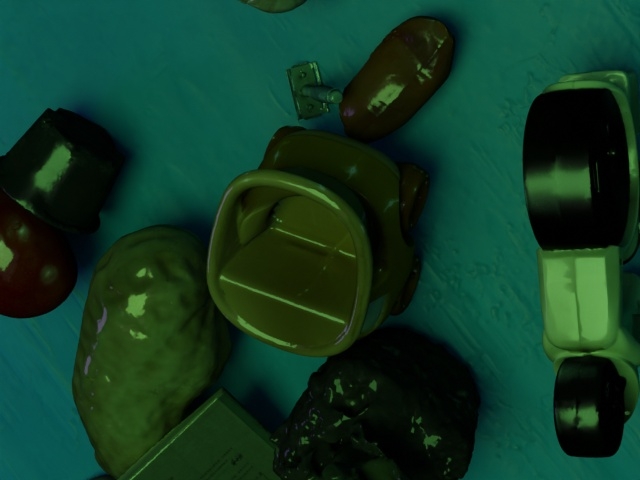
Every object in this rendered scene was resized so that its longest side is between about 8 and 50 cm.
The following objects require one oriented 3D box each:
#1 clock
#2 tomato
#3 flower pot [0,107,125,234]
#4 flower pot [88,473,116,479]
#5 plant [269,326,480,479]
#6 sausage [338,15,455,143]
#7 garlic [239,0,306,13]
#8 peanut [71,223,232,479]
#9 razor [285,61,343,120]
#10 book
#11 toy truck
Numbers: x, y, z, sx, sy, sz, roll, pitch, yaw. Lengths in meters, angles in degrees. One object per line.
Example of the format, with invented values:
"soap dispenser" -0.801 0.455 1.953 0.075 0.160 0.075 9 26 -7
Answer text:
"clock" 0.293 0.016 1.561 0.120 0.276 0.378 0 103 25
"tomato" -0.398 0.013 1.911 0.136 0.195 0.195 -32 93 -8
"flower pot" -0.322 -0.096 1.873 0.157 0.157 0.107 37 105 9
"flower pot" -0.310 0.448 2.026 0.235 0.235 0.140 -30 114 29
"plant" 0.053 0.245 1.717 0.213 0.312 0.215 39 121 5
"sausage" 0.089 -0.185 1.694 0.089 0.089 0.179 46 116 4
"garlic" -0.012 -0.364 1.650 0.143 0.178 0.229 4 129 -24
"peanut" -0.216 0.152 1.895 0.192 0.169 0.387 6 120 -15
"razor" -0.001 -0.169 1.711 0.040 0.135 0.068 -18 103 -12
"book" -0.103 0.347 1.893 0.215 0.025 0.282 -42 108 4
"toy truck" 0.000 0.000 1.697 0.204 0.211 0.288 20 130 16
